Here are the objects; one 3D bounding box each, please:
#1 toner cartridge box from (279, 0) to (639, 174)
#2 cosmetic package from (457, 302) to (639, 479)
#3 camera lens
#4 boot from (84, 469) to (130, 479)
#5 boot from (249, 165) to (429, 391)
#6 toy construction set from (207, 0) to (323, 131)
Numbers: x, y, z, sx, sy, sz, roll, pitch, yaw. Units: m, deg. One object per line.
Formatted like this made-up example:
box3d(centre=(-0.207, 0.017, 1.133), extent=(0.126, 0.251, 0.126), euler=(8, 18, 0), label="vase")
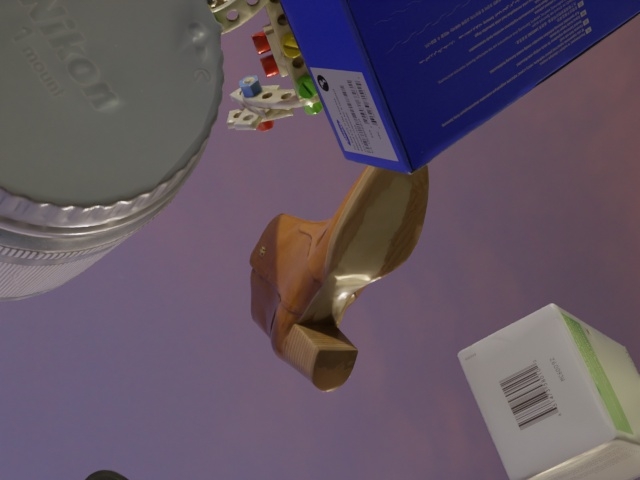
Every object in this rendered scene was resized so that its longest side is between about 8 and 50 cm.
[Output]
box3d(centre=(0.135, -0.202, 0.672), extent=(0.348, 0.075, 0.165), euler=(-35, -61, -22), label="toner cartridge box")
box3d(centre=(0.349, 0.232, 1.455), extent=(0.365, 0.155, 0.197), euler=(23, -139, -57), label="cosmetic package")
box3d(centre=(-0.207, -0.083, 0.726), extent=(0.219, 0.274, 0.219), euler=(7, -106, -26), label="camera lens")
box3d(centre=(-0.255, 0.436, 1.369), extent=(0.096, 0.280, 0.264), euler=(-35, -93, -31), label="boot")
box3d(centre=(0.001, 0.001, 1.176), extent=(0.104, 0.211, 0.295), euler=(11, -72, -31), label="boot")
box3d(centre=(-0.082, -0.269, 1.455), extent=(0.327, 0.215, 0.151), euler=(70, 179, -51), label="toy construction set")
